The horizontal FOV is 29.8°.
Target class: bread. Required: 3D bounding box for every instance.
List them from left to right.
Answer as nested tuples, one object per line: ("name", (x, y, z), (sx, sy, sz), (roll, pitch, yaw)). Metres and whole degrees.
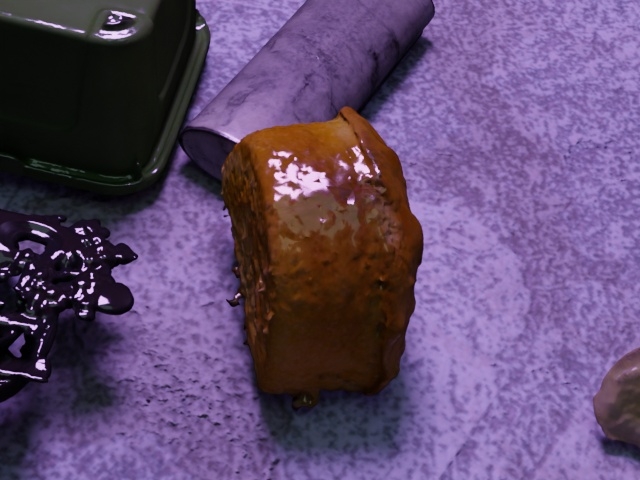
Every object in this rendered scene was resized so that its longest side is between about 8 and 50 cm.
("bread", (0.000, 0.000, 0.905), (0.143, 0.139, 0.229), (-7, 66, -13))

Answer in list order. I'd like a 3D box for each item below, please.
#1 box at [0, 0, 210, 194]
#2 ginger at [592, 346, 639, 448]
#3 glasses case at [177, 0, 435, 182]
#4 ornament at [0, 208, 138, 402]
("box", (-0.268, -0.200, 1.022), (0.329, 0.177, 0.252), (12, 51, 0))
("ginger", (0.304, 0.100, 0.940), (0.193, 0.115, 0.122), (0, 29, -1))
("glasses case", (-0.005, -0.157, 1.109), (0.114, 0.060, 0.299), (30, 52, 10))
("ornament", (-0.271, 0.051, 0.846), (0.260, 0.106, 0.251), (16, 39, -1))
